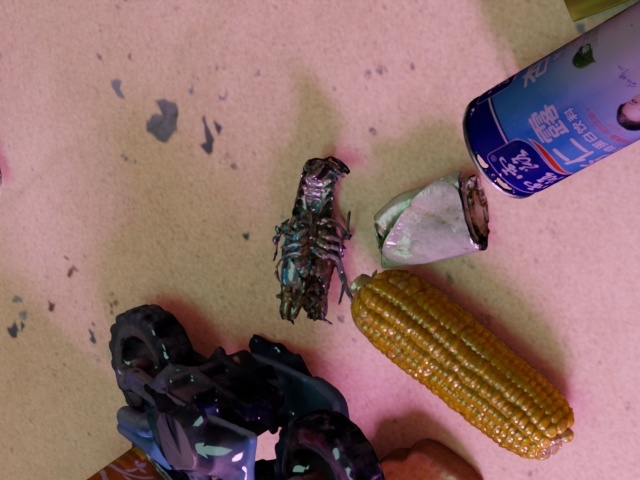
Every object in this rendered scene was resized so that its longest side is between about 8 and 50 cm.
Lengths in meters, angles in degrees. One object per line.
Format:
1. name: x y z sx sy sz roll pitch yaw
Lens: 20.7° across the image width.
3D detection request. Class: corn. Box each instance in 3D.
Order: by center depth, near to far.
1. corn: 0.123 0.106 1.539 0.238 0.080 0.080 38 130 14

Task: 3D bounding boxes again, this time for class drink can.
1. drink can: 0.223 -0.118 1.340 0.235 0.097 0.097 -28 93 43

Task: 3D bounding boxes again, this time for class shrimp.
1. shrimp: 0.000 -0.003 1.605 0.082 0.076 0.174 5 117 -9

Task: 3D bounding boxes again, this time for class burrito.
1. burrito: 0.092 -0.016 1.525 0.118 0.044 0.074 -14 100 39

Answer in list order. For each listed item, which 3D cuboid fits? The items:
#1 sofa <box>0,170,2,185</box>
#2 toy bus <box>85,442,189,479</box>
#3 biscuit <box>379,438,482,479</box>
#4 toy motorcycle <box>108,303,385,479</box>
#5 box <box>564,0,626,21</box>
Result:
1. sofa: -0.484 -0.112 1.806 0.210 0.225 0.176 1 108 35
2. toy bus: -0.244 0.378 1.879 0.162 0.194 0.323 44 131 11
3. biscuit: 0.069 0.310 1.705 0.186 0.044 0.295 34 129 18
4. toy motorcycle: -0.081 0.219 1.677 0.416 0.172 0.232 25 125 45
5. box: 0.240 -0.230 1.321 0.156 0.022 0.089 -21 99 42
